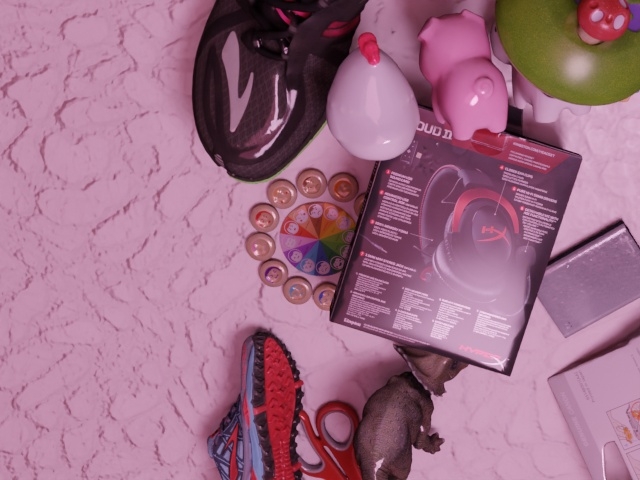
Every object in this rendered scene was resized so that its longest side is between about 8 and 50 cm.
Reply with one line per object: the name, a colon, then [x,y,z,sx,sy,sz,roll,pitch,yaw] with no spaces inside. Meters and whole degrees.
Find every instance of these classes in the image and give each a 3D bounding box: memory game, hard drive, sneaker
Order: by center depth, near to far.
sneaker: [-0.020,-0.280,1.273,0.185,0.202,0.482,27,109,5]
hard drive: [0.331,0.047,1.468,0.135,0.022,0.094,-32,105,15]
memory game: [0.000,0.000,1.486,0.186,0.012,0.186,2,111,5]
sneaker: [-0.098,0.244,1.536,0.125,0.104,0.261,3,96,31]

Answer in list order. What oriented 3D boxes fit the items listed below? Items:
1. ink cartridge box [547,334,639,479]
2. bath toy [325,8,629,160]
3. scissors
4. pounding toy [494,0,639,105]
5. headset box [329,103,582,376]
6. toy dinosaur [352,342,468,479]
ink cartridge box: [0.446,0.247,1.444,0.261,0.066,0.296,-32,76,39]
bath toy: [0.166,-0.190,1.277,0.348,0.151,0.129,-16,123,-14]
scissors: [0.043,0.338,1.608,0.109,0.021,0.297,-23,108,11]
pounding toy: [0.301,-0.240,1.203,0.237,0.110,0.182,-10,75,-14]
headset box: [0.154,-0.020,1.385,0.218,0.110,0.293,16,96,-1]
toy dinosaur: [0.083,0.236,1.468,0.121,0.313,0.160,16,138,27]
